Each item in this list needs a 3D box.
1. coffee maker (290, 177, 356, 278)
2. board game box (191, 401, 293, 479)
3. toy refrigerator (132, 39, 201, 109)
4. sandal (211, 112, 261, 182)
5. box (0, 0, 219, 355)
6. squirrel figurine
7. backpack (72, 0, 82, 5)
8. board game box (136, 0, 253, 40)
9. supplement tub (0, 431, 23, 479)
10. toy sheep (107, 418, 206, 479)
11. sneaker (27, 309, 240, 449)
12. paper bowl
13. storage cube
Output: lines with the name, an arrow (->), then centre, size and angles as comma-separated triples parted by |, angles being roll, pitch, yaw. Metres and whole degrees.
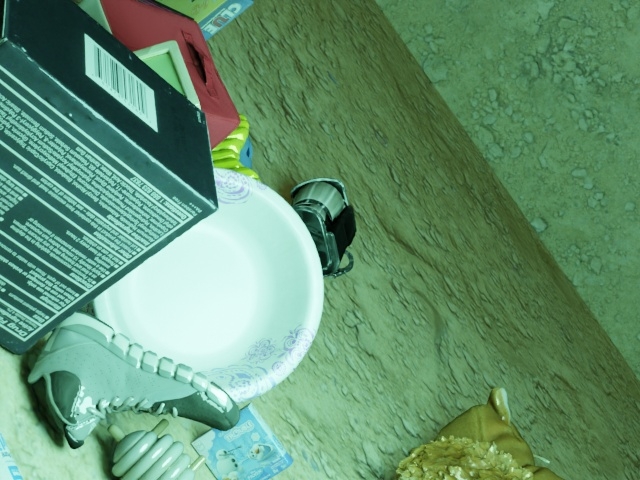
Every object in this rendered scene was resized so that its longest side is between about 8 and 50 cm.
coffee maker -> 0.000, 0.000, 2.254 | 0.171, 0.120, 0.178 | 53, 21, -9
board game box -> -0.095, 0.257, 1.701 | 0.090, 0.090, 0.020 | 54, 17, -3
toy refrigerator -> -0.277, -0.136, 1.622 | 0.094, 0.270, 0.102 | 84, -14, -61
sandal -> -0.149, -0.083, 2.089 | 0.317, 0.126, 0.138 | -102, -178, -55
box -> -0.315, -0.083, 1.435 | 0.296, 0.294, 0.182 | 41, 23, -36
squirrel figurine -> 0.277, 0.390, 2.091 | 0.397, 0.281, 0.370 | 33, 24, -51
backpack -> -0.398, -0.346, 1.869 | 0.166, 0.144, 0.188 | 19, 34, -51
board game box -> -0.226, -0.351, 2.102 | 0.042, 0.243, 0.165 | 25, 37, -53
supplement tub -> -0.322, 0.210, 1.302 | 0.107, 0.071, 0.071 | 60, 21, 13
toy sheep -> -0.182, 0.248, 1.534 | 0.132, 0.091, 0.091 | 42, 20, 3
sneaker -> -0.210, 0.181, 1.505 | 0.229, 0.086, 0.132 | 28, 66, 3
paper bowl -> -0.151, 0.061, 1.678 | 0.284, 0.284, 0.148 | 54, -22, -6
storage cube -> -0.258, -0.186, 1.845 | 0.193, 0.215, 0.183 | 10, 50, -54
